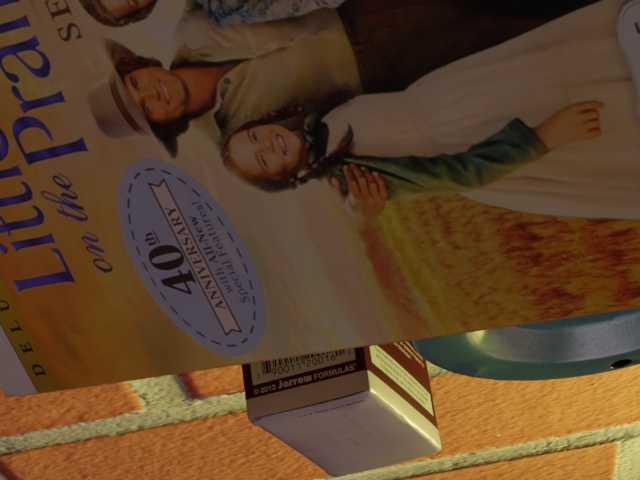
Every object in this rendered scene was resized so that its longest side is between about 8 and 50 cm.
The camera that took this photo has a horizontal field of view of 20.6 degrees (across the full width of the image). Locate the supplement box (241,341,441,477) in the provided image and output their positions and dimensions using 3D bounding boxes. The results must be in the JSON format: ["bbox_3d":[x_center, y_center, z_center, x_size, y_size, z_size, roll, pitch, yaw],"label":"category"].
[{"bbox_3d":[0.000,0.000,1.001,0.073,0.239,0.130,-15,154,16],"label":"supplement box"}]

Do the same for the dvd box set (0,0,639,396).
[{"bbox_3d":[-0.019,-0.100,0.684,0.420,0.062,0.307,-10,113,32],"label":"dvd box set"}]

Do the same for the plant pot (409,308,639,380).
[{"bbox_3d":[0.112,-0.080,0.856,0.272,0.255,0.271,-7,154,-4],"label":"plant pot"}]
